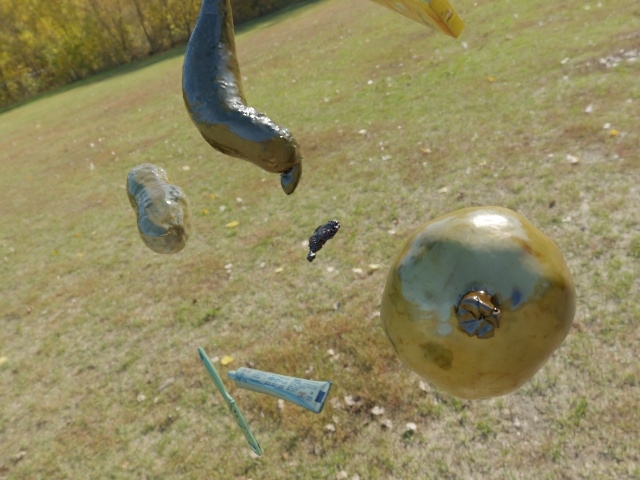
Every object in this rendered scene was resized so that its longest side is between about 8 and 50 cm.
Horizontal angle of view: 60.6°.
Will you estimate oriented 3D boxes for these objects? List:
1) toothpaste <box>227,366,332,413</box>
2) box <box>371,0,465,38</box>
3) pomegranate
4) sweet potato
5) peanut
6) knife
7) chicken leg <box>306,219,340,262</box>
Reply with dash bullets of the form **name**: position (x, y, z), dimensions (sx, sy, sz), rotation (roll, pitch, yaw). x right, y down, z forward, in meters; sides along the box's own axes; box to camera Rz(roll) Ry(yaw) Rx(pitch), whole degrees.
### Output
- **toothpaste**: position (-0.101, 0.323, 1.227), dimensions (0.269, 0.047, 0.069), rotation (3, 19, 31)
- **box**: position (0.168, -0.518, 1.160), dimensions (0.269, 0.043, 0.152), rotation (41, 16, 33)
- **pomegranate**: position (0.239, 0.090, 0.832), dimensions (0.308, 0.307, 0.307), rotation (-16, 25, 8)
- **sweet potato**: position (-0.127, -0.196, 0.768), dimensions (0.124, 0.309, 0.098), rotation (-25, -3, 1)
- **peanut**: position (-0.276, -0.058, 0.937), dimensions (0.100, 0.099, 0.214), rotation (-27, 45, -15)
- **knife**: position (-0.217, 0.380, 1.302), dimensions (0.020, 0.293, 0.043), rotation (-24, -11, -39)
- **chicken leg**: position (0.000, -0.001, 0.851), dimensions (0.036, 0.021, 0.083), rotation (19, 63, 49)
